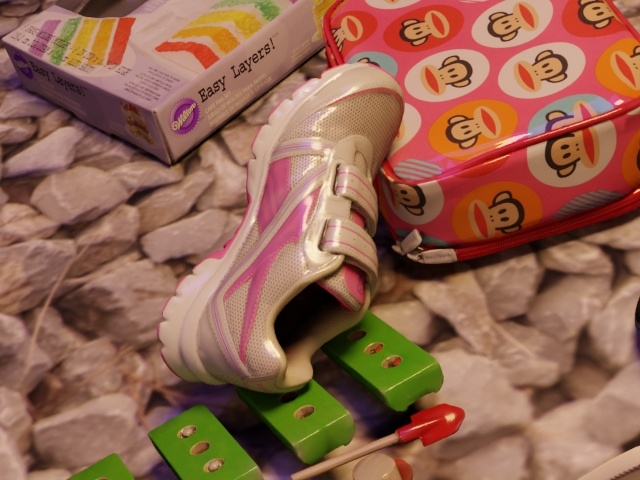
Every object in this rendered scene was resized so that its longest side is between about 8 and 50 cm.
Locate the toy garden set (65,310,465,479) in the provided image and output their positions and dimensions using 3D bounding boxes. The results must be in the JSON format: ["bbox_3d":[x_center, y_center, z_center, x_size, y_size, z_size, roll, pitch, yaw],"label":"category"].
[{"bbox_3d":[-0.022,0.152,0.878,0.244,0.049,0.204,-29,26,-15],"label":"toy garden set"}]

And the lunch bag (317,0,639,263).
[{"bbox_3d":[0.114,-0.116,1.091,0.258,0.120,0.293,-18,40,3],"label":"lunch bag"}]

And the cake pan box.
[{"bbox_3d":[-0.139,-0.202,1.331,0.246,0.070,0.267,-38,43,-24],"label":"cake pan box"}]

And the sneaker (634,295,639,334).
[{"bbox_3d":[0.259,0.000,0.934,0.067,0.078,0.188,13,49,33],"label":"sneaker"}]

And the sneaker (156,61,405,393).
[{"bbox_3d":[0.000,0.000,0.940,0.111,0.103,0.252,23,84,37],"label":"sneaker"}]

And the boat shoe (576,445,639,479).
[{"bbox_3d":[0.108,0.201,0.619,0.112,0.335,0.095,6,51,-24],"label":"boat shoe"}]
